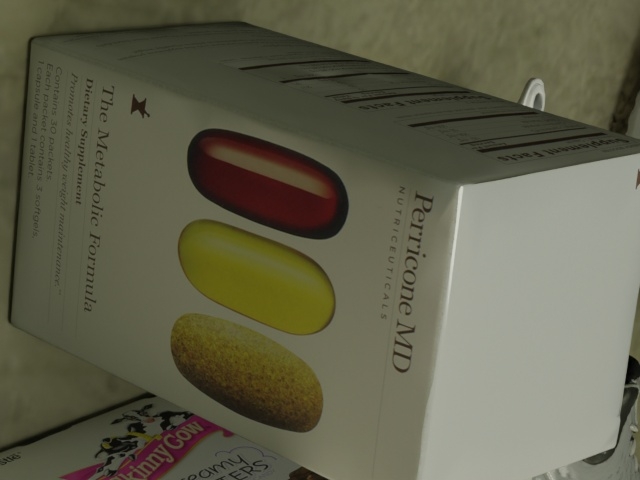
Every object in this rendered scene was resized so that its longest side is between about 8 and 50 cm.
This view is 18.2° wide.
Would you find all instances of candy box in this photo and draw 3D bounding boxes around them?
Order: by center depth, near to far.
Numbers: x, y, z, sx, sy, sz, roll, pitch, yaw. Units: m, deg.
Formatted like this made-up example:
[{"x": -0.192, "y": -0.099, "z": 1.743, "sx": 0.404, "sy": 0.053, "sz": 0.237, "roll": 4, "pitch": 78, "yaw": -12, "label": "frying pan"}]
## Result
[{"x": -0.041, "y": 0.139, "z": 0.887, "sx": 0.165, "sy": 0.196, "sz": 0.070, "roll": -20, "pitch": 119, "yaw": -43, "label": "candy box"}]

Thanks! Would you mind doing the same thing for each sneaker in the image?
[{"x": 0.190, "y": 0.137, "z": 1.236, "sx": 0.229, "sy": 0.086, "sz": 0.132, "roll": 12, "pitch": 95, "yaw": -49, "label": "sneaker"}]

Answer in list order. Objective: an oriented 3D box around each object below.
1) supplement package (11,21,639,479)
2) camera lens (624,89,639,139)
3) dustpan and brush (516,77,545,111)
[{"x": 0.000, "y": 0.000, "z": 0.838, "sx": 0.134, "sy": 0.244, "sz": 0.139, "roll": -11, "pitch": 113, "yaw": -46, "label": "supplement package"}, {"x": 0.340, "y": -0.035, "z": 1.223, "sx": 0.274, "sy": 0.219, "sz": 0.219, "roll": 6, "pitch": 101, "yaw": -49, "label": "camera lens"}, {"x": 0.077, "y": 0.010, "z": 1.071, "sx": 0.147, "sy": 0.060, "sz": 0.211, "roll": -4, "pitch": 109, "yaw": -47, "label": "dustpan and brush"}]
